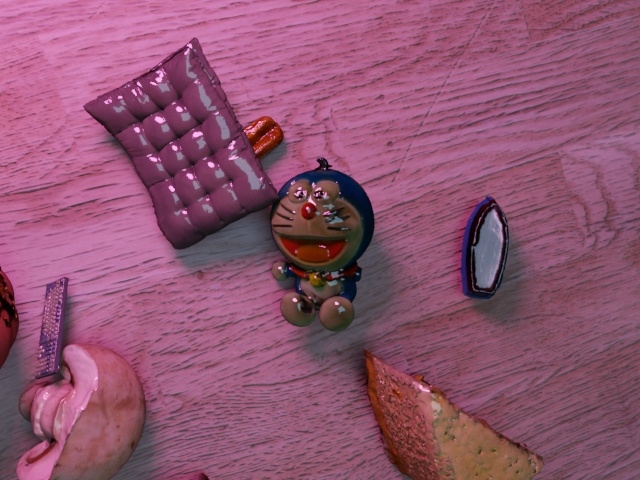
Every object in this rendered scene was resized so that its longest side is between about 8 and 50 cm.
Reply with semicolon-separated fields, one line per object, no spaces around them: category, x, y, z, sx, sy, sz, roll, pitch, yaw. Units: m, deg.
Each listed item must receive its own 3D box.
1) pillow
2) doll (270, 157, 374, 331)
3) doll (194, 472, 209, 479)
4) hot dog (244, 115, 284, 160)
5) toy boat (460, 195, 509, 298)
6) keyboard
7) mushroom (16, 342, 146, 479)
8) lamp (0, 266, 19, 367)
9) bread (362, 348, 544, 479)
pillow;-0.248;-0.167;1.179;0.228;0.101;0.326;-26;102;11
doll;0.001;0.000;1.245;0.199;0.186;0.321;9;108;13
doll;-0.333;0.599;1.147;0.370;0.226;0.215;-35;66;-8
hot dog;-0.142;-0.180;1.265;0.165;0.045;0.071;-42;101;-11
toy boat;0.353;0.015;1.392;0.100;0.097;0.223;7;91;-2
keyboard;-0.472;0.152;1.137;0.014;0.055;0.176;29;49;-49
mushroom;-0.414;0.319;1.144;0.189;0.195;0.253;39;62;-44
lamp;-0.629;0.108;1.008;0.240;0.305;0.305;-26;99;4
bread;0.267;0.348;1.299;0.279;0.248;0.315;-16;109;-21
